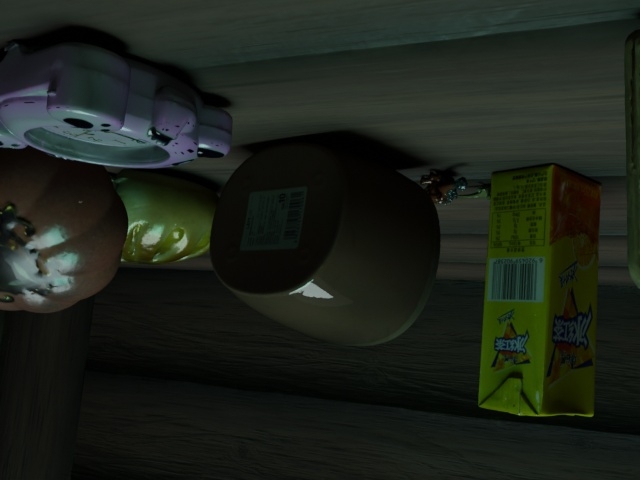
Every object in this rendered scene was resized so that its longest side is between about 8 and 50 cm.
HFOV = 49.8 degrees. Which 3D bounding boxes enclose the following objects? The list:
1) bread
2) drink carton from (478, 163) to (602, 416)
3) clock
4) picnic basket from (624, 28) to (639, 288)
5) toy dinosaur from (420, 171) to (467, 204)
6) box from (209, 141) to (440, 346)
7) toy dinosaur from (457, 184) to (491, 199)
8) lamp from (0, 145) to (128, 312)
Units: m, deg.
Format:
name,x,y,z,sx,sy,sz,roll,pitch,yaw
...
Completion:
name,x,y,z,sx,sy,sz,roll,pitch,yaw
bread,-0.345,-0.036,1.294,0.333,0.160,0.333,5,173,1
drink carton,0.330,0.078,1.024,0.155,0.351,0.111,12,169,-40
clock,-0.241,-0.140,0.783,0.228,0.090,0.248,-1,171,36
picnic basket,0.386,-0.058,0.514,0.313,0.228,0.175,7,169,-21
toy dinosaur,0.189,-0.079,1.071,0.055,0.049,0.154,9,176,-12
box,0.000,0.000,0.997,0.301,0.301,0.216,-1,162,36
toy dinosaur,0.268,-0.076,1.117,0.113,0.026,0.041,-8,-176,22
lamp,-0.439,-0.039,1.048,0.305,0.305,0.239,4,-144,5
